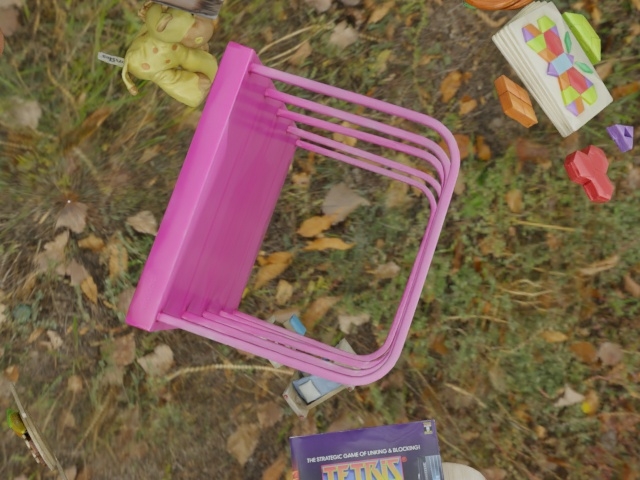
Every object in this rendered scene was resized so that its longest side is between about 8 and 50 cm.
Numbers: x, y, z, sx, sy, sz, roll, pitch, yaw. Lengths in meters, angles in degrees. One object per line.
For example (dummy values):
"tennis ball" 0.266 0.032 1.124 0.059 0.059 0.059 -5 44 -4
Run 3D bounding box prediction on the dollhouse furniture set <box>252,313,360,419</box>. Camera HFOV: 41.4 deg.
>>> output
"dollhouse furniture set" -0.030 0.225 1.655 0.129 0.129 0.184 -34 97 17

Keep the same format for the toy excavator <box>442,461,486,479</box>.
"toy excavator" 0.045 0.522 1.372 0.445 0.222 0.433 -3 127 3

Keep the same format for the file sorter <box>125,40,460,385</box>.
"file sorter" 0.000 0.000 0.696 0.182 0.290 0.202 19 88 6

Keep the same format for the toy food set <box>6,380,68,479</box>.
"toy food set" -0.501 0.349 1.469 0.038 0.132 0.192 -29 120 -18

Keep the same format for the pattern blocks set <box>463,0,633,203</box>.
"pattern blocks set" 0.322 -0.236 1.157 0.325 0.026 0.285 45 50 -12

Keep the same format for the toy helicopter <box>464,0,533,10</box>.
"toy helicopter" 0.097 -0.384 0.840 0.355 0.140 0.235 24 112 13

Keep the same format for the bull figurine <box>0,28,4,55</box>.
"bull figurine" -0.323 -0.079 0.577 0.188 0.310 0.101 12 53 -31

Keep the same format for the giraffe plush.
"giraffe plush" -0.253 -0.353 1.446 0.210 0.170 0.181 -2 57 -35

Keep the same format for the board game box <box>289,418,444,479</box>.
"board game box" 0.056 0.284 0.954 0.170 0.048 0.141 -8 67 3

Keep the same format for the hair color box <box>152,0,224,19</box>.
"hair color box" -0.301 -0.436 1.239 0.347 0.174 0.105 14 90 -12
